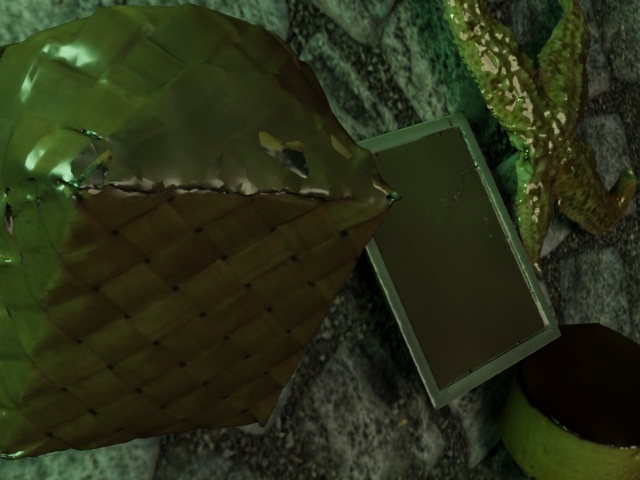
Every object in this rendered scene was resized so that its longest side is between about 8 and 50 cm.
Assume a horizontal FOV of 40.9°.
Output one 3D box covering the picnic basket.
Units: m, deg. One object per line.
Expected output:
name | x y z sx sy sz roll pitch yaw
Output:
picnic basket | -0.142 -0.047 0.646 0.293 0.337 0.337 1 86 -32

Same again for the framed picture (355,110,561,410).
framed picture | 0.140 0.011 0.956 0.231 0.018 0.293 -20 86 -37

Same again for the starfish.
starfish | 0.287 -0.183 1.071 0.324 0.082 0.432 -30 106 -41

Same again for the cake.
cake | 0.307 0.225 1.025 0.208 0.185 0.178 -62 165 -45
